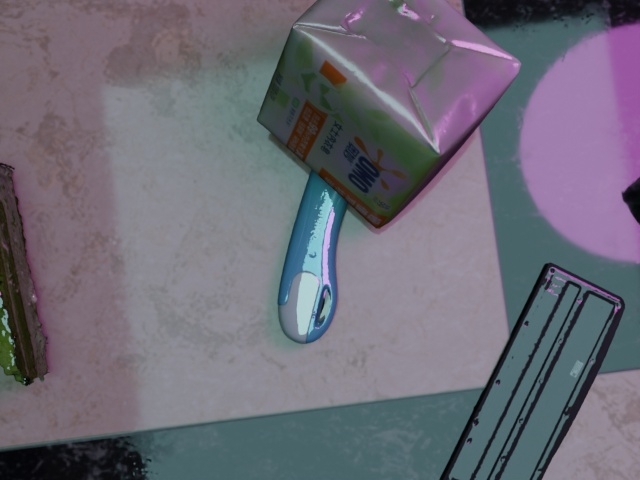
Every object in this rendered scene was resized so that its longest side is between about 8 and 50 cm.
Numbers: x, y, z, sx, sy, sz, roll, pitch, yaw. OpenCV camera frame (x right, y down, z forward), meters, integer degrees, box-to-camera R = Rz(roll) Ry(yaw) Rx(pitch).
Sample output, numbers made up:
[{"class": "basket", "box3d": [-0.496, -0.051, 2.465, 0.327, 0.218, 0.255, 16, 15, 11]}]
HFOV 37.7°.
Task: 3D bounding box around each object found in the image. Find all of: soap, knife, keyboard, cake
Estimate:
[{"class": "soap", "box3d": [0.058, -0.140, 0.907, 0.182, 0.199, 0.138, 41, 65, 3]}, {"class": "knife", "box3d": [0.000, 0.000, 0.996, 0.064, 0.031, 0.222, 12, 84, 7]}, {"class": "keyboard", "box3d": [0.242, 0.116, 0.978, 0.103, 0.041, 0.381, 27, 95, 3]}, {"class": "cake", "box3d": [-0.355, 0.042, 0.975, 0.099, 0.100, 0.235, -14, 86, 4]}]
